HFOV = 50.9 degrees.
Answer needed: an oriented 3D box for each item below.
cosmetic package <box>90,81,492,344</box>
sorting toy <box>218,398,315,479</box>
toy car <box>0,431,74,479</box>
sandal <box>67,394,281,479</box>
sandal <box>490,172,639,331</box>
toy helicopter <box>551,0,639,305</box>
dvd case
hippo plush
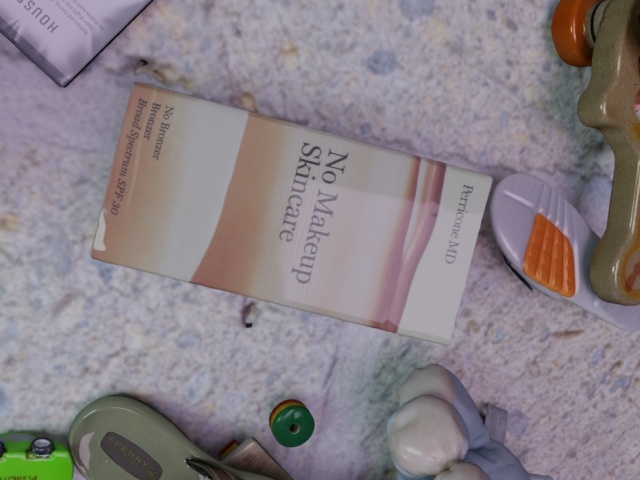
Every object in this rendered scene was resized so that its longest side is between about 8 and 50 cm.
[{"bbox_3d":[-0.024,-0.020,0.586,0.297,0.129,0.153,13,90,-4],"label":"cosmetic package"},{"bbox_3d":[-0.098,0.299,0.736,0.275,0.046,0.132,-40,112,-7],"label":"sorting toy"},{"bbox_3d":[-0.349,0.213,0.625,0.225,0.053,0.238,5,102,-20],"label":"toy car"},{"bbox_3d":[-0.118,0.261,0.645,0.303,0.086,0.120,30,83,1],"label":"sandal"},{"bbox_3d":[0.274,0.027,0.776,0.265,0.076,0.101,36,74,-21],"label":"sandal"},{"bbox_3d":[0.366,-0.103,0.738,0.235,0.140,0.354,6,94,-32],"label":"toy helicopter"},{"bbox_3d":[-0.203,-0.277,0.565,0.238,0.029,0.179,-46,113,-3],"label":"dvd case"},{"bbox_3d":[0.096,0.286,0.738,0.237,0.294,0.234,-35,86,18],"label":"hippo plush"}]
